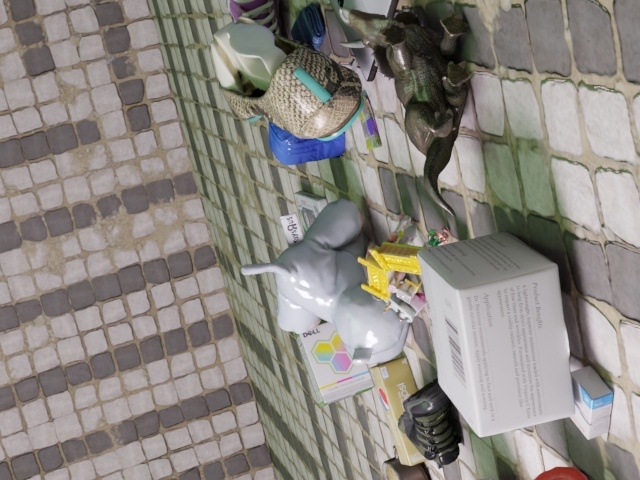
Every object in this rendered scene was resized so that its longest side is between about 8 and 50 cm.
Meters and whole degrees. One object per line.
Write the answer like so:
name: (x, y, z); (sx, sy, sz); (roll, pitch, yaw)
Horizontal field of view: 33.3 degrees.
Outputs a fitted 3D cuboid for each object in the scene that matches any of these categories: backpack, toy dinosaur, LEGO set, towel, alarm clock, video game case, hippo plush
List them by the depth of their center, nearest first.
toy dinosaur: (0.133, -0.180, 1.305); (0.160, 0.121, 0.313); (82, 163, -79)
LEGO set: (0.141, 0.018, 1.553); (0.132, 0.107, 0.287); (37, 157, 1)
towel: (0.073, -0.183, 1.676); (0.060, 0.009, 0.083); (178, 76, -75)
hippo plush: (0.058, 0.074, 1.759); (0.236, 0.234, 0.294); (32, 165, 22)
towel: (-0.018, -0.346, 1.788); (0.119, 0.029, 0.067); (147, 105, -75)
backpack: (-0.030, -0.191, 1.831); (0.101, 0.120, 0.098); (86, 161, -44)
alarm clock: (0.173, 0.477, 1.974); (0.129, 0.064, 0.192); (103, 149, -63)
video game case: (0.000, 0.000, 2.147); (0.173, 0.022, 0.190); (-155, 49, -72)

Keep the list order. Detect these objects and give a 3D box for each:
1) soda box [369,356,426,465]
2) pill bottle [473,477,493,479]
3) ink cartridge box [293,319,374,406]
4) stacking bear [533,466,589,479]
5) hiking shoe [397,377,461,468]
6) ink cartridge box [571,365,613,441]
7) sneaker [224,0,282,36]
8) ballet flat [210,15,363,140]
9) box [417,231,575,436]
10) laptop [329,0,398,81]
soda box: (0.146, 0.299, 1.876); (0.061, 0.058, 0.181); (144, 108, -75)
pill bottle: (0.233, 0.555, 1.501); (0.229, 0.229, 0.407); (128, 123, -73)
ink cartridge box: (0.018, 0.218, 2.162); (0.062, 0.109, 0.209); (118, 133, -70)
stacking bear: (0.299, 0.455, 1.308); (0.164, 0.175, 0.289); (-123, 10, -68)
hiking shoe: (0.189, 0.292, 1.697); (0.114, 0.086, 0.227); (53, 166, 19)
ink cartridge box: (0.302, 0.189, 1.208); (0.048, 0.028, 0.083); (-122, 20, -49)
sneaker: (-0.096, -0.372, 1.937); (0.282, 0.102, 0.161); (82, 164, -72)
ballet flat: (-0.082, -0.272, 1.681); (0.182, 0.164, 0.483); (42, 177, -22)
box: (0.201, 0.102, 1.243); (0.182, 0.119, 0.181); (-125, 24, -75)
laptop: (-0.074, -0.451, 1.452); (0.382, 0.236, 0.408); (106, 144, -67)
